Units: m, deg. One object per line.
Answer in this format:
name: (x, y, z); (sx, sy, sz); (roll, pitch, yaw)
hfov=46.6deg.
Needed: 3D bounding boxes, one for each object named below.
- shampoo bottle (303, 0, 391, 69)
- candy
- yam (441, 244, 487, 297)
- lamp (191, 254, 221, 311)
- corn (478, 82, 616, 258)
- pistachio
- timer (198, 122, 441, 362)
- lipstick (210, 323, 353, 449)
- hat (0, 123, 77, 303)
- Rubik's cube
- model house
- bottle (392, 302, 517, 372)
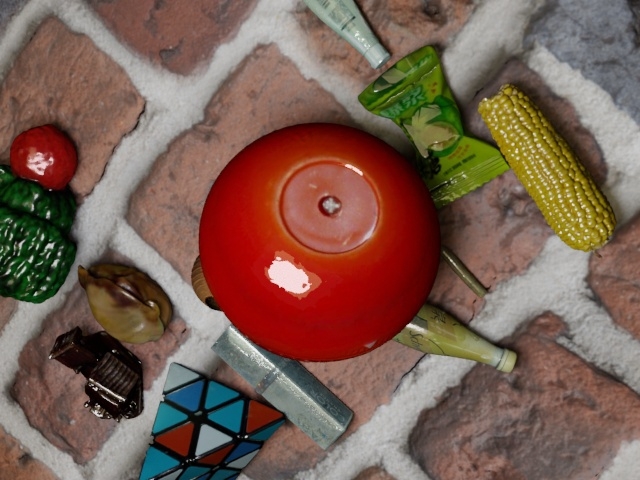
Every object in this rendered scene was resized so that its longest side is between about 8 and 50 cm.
shampoo bottle: (0.044, -0.369, 1.244); (0.069, 0.041, 0.191); (-41, 88, 13)
candy: (0.185, -0.182, 1.229); (0.149, 0.069, 0.246); (-33, 86, 13)
yam: (0.243, 0.053, 1.283); (0.021, 0.021, 0.116); (-44, 89, 18)
lamp: (-0.164, 0.064, 1.338); (0.136, 0.136, 0.136); (3, 101, 15)
corn: (0.364, -0.110, 1.180); (0.101, 0.101, 0.310); (-35, 88, 19)
pistachio: (-0.376, 0.111, 1.415); (0.210, 0.130, 0.165); (35, 148, 6)
timer: (0.000, 0.000, 1.164); (0.378, 0.279, 0.378); (1, 71, -3)
lipstick: (-0.068, 0.262, 1.378); (0.289, 0.077, 0.076); (40, 111, 4)
hat: (-0.572, -0.063, 1.405); (0.274, 0.242, 0.332); (25, 83, -13)
Rubik's cube: (-0.214, 0.310, 1.406); (0.250, 0.284, 0.234); (-38, 59, 12)
model house: (-0.435, 0.261, 1.436); (0.203, 0.164, 0.141); (36, 102, 8)
bottle: (0.205, 0.161, 1.281); (0.269, 0.083, 0.083); (21, 105, 11)
